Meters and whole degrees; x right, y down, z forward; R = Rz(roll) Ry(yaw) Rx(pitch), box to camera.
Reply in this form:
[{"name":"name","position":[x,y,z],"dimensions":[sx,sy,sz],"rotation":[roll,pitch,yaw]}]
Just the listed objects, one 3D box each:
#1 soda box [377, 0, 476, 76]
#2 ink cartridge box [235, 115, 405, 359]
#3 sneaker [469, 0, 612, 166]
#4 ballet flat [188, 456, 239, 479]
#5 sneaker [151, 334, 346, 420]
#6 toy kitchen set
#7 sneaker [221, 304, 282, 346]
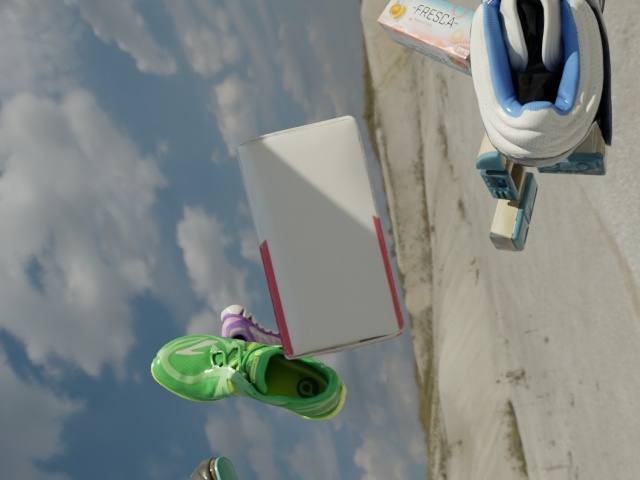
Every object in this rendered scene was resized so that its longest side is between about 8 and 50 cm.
[{"name":"soda box","position":[0.165,-0.291,0.742],"dimensions":[0.058,0.063,0.183],"rotation":[25,-166,-50]},{"name":"ink cartridge box","position":[0.000,0.000,0.662],"dimensions":[0.306,0.131,0.226],"rotation":[123,132,-88]},{"name":"sneaker","position":[0.209,-0.232,0.498],"dimensions":[0.236,0.130,0.323],"rotation":[-4,-85,-70]},{"name":"ballet flat","position":[-0.133,0.478,0.819],"dimensions":[0.280,0.096,0.095],"rotation":[57,-172,31]},{"name":"sneaker","position":[-0.104,0.188,0.795],"dimensions":[0.124,0.295,0.110],"rotation":[96,-176,-57]},{"name":"toy kitchen set","position":[0.320,-0.069,0.758],"dimensions":[0.207,0.166,0.122],"rotation":[38,-113,-51]},{"name":"sneaker","position":[-0.160,0.268,1.347],"dimensions":[0.236,0.095,0.105],"rotation":[36,-149,-18]}]
